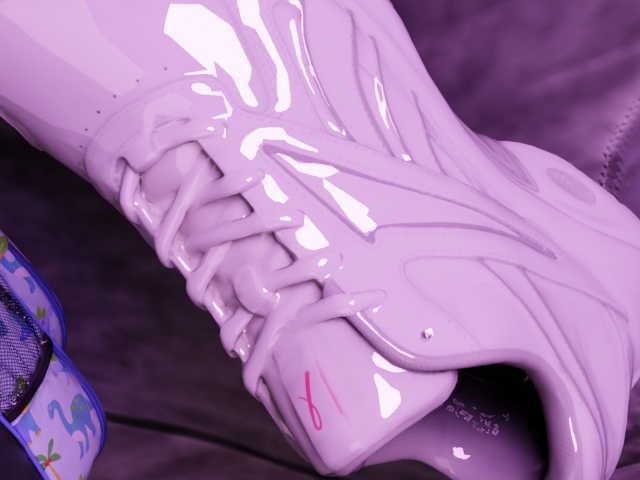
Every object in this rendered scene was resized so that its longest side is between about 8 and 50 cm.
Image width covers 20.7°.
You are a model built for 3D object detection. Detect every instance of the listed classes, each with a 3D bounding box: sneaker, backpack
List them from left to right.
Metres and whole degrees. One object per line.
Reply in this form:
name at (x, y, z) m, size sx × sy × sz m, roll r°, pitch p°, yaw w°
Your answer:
backpack at (-0.124, 0.049, 0.550) m, size 0.105 × 0.084 × 0.114 m, roll -17°, pitch 122°, yaw 26°
sneaker at (0.000, 0.000, 0.457) m, size 0.232 × 0.115 × 0.090 m, roll 31°, pitch 131°, yaw -17°
